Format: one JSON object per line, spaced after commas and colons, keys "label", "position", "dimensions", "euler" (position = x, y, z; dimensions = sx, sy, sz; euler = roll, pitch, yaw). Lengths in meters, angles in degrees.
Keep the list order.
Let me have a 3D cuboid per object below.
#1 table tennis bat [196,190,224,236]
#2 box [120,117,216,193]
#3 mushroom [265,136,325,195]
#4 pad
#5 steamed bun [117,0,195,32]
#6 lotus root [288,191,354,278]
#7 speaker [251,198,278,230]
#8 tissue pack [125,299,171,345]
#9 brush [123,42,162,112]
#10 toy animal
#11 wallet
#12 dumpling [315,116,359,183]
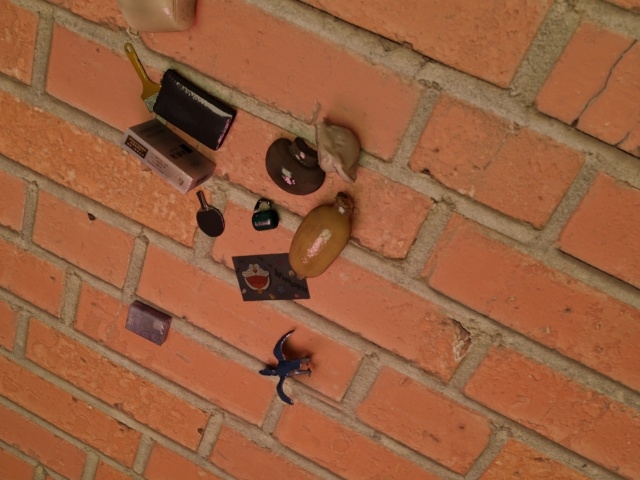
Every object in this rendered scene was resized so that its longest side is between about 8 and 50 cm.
{"label": "table tennis bat", "position": [-0.360, -0.082, 1.841], "dimensions": [0.095, 0.014, 0.158], "euler": [-9, 111, 23]}
{"label": "box", "position": [-0.450, -0.253, 1.718], "dimensions": [0.242, 0.155, 0.067], "euler": [39, 120, 1]}
{"label": "mushroom", "position": [-0.080, -0.201, 1.647], "dimensions": [0.188, 0.117, 0.141], "euler": [36, 131, -4]}
{"label": "pad", "position": [-0.162, 0.119, 1.867], "dimensions": [0.245, 0.006, 0.170], "euler": [-4, 111, 21]}
{"label": "steamed bun", "position": [-0.438, -0.681, 1.527], "dimensions": [0.199, 0.155, 0.250], "euler": [6, 117, 17]}
{"label": "lotus root", "position": [-0.003, -0.001, 1.687], "dimensions": [0.146, 0.131, 0.303], "euler": [34, 119, 1]}
{"label": "speaker", "position": [-0.172, -0.077, 1.752], "dimensions": [0.075, 0.060, 0.095], "euler": [-8, 109, 21]}
{"label": "tissue pack", "position": [-0.621, 0.297, 2.075], "dimensions": [0.156, 0.051, 0.112], "euler": [24, 115, 8]}
{"label": "brush", "position": [-0.530, -0.492, 1.723], "dimensions": [0.083, 0.011, 0.205], "euler": [-20, 104, 25]}
{"label": "toy animal", "position": [-0.116, 0.429, 1.902], "dimensions": [0.176, 0.239, 0.255], "euler": [-5, 158, -7]}
{"label": "wallet", "position": [-0.376, -0.382, 1.697], "dimensions": [0.250, 0.044, 0.149], "euler": [32, 118, 0]}
{"label": "dumpling", "position": [0.041, -0.243, 1.569], "dimensions": [0.118, 0.136, 0.199], "euler": [-28, 91, 34]}
